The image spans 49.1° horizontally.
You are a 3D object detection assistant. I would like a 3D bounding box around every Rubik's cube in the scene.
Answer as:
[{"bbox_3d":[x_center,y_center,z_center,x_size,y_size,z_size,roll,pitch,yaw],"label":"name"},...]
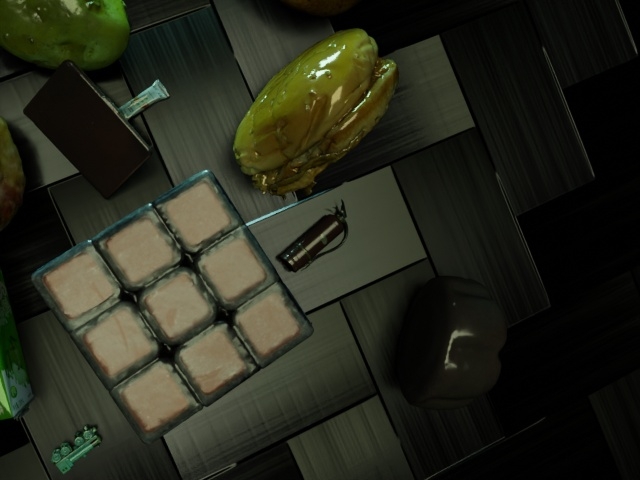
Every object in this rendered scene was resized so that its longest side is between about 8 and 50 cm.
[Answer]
[{"bbox_3d":[-0.233,0.095,1.136,0.305,0.301,0.303,-31,96,-11],"label":"Rubik's cube"}]

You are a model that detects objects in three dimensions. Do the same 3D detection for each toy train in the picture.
[{"bbox_3d":[-0.428,0.366,1.229,0.092,0.029,0.045,-36,104,-11],"label":"toy train"}]

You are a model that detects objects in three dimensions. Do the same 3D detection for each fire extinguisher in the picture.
[{"bbox_3d":[0.000,0.000,1.318,0.157,0.045,0.078,-42,125,-10],"label":"fire extinguisher"}]

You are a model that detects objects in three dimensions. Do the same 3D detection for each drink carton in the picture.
[{"bbox_3d":[-0.562,0.166,1.133,0.108,0.161,0.270,-14,92,-11],"label":"drink carton"}]

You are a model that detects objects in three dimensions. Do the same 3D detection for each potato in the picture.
[{"bbox_3d":[-0.447,-0.383,1.177,0.253,0.148,0.186,30,108,-17],"label":"potato"}]

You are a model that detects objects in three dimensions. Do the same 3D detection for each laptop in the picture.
[{"bbox_3d":[-0.396,-0.188,1.200,0.154,0.026,0.207,-37,100,28],"label":"laptop"}]

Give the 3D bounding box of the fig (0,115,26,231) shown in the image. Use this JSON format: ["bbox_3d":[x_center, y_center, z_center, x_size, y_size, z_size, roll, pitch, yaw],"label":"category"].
[{"bbox_3d":[-0.666,-0.109,1.104,0.369,0.286,0.286,1,89,24],"label":"fig"}]

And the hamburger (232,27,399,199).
[{"bbox_3d":[-0.007,-0.219,1.180,0.158,0.319,0.318,42,81,-20],"label":"hamburger"}]

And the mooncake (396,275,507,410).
[{"bbox_3d":[0.232,0.186,1.270,0.134,0.245,0.244,10,87,-15],"label":"mooncake"}]

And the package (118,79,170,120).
[{"bbox_3d":[-0.326,-0.246,1.264,0.110,0.015,0.037,-38,91,-11],"label":"package"}]

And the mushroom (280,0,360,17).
[{"bbox_3d":[-0.030,-0.584,1.255,0.346,0.260,0.345,-8,103,-37],"label":"mushroom"}]
